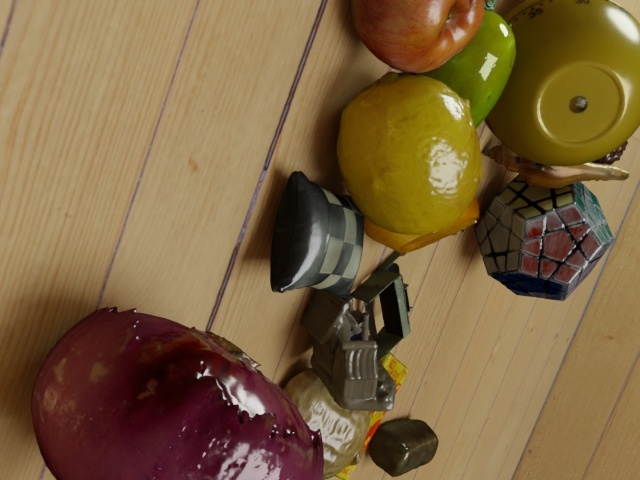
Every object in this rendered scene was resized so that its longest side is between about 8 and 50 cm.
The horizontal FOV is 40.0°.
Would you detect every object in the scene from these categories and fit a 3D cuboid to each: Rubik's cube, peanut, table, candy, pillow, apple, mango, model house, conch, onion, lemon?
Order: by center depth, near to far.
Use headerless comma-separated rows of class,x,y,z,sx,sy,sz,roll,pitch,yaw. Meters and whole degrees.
onion,-0.173,0.254,1.043,0.358,0.358,0.344,5,99,-60
apple,0.145,-0.349,1.305,0.209,0.164,0.209,-34,141,-33
lemon,0.141,-0.132,1.391,0.233,0.234,0.288,-46,127,-32
pillow,0.000,0.000,1.400,0.250,0.106,0.185,16,83,-63
mango,0.245,-0.278,1.552,0.185,0.149,0.273,-35,151,-49
model house,0.047,0.182,1.556,0.122,0.229,0.188,-20,130,-14
mango,0.168,-0.066,1.606,0.187,0.138,0.257,-43,152,22
peanut,0.002,0.348,1.643,0.233,0.110,0.196,34,74,-28
table,0.138,0.127,1.758,0.175,0.062,0.146,-39,131,-36
candy,0.067,0.350,1.816,0.276,0.088,0.146,-61,152,-8
conch,0.523,-0.166,1.954,0.093,0.331,0.109,-29,131,-81
Rubik's cube,0.528,-0.011,2.084,0.319,0.319,0.264,49,55,-60
candy,0.207,0.505,2.162,0.234,0.104,0.102,2,116,-59

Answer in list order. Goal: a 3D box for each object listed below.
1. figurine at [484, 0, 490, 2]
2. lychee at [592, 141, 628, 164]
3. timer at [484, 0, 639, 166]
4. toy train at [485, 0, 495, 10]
figurine,0.284,-0.543,1.406,0.315,0.168,0.187,-60,-165,-26
lychee,0.600,-0.286,2.047,0.236,0.271,0.236,-22,146,-16
timer,0.475,-0.336,1.739,0.387,0.376,0.376,-89,-175,-60
toy train,0.291,-0.491,1.540,0.200,0.083,0.132,-47,136,-29
